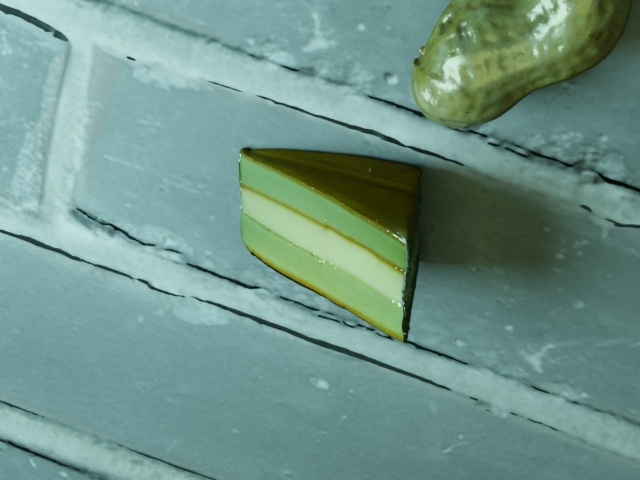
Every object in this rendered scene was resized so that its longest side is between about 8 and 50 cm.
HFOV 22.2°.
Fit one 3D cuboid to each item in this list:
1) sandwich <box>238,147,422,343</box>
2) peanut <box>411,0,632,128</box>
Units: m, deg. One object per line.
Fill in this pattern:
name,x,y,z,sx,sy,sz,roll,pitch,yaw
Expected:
sandwich,0.000,0.000,1.459,0.187,0.144,0.117,6,119,12
peanut,0.170,-0.172,1.338,0.229,0.098,0.103,-30,139,25
